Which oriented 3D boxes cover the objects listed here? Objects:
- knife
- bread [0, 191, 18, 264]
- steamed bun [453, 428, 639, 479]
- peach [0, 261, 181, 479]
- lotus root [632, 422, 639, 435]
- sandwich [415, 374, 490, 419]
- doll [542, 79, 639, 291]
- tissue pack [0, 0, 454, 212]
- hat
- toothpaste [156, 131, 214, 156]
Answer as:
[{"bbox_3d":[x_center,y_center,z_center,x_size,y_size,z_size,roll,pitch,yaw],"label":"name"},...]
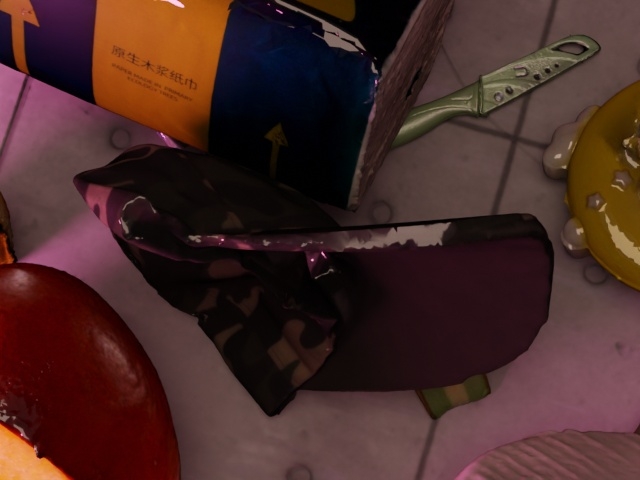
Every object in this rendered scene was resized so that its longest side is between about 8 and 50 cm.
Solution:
[{"bbox_3d":[0.152,-0.141,1.637,0.293,0.020,0.043,-26,77,-4],"label":"knife"},{"bbox_3d":[-0.366,-0.008,1.567,0.128,0.140,0.069,-15,70,-7],"label":"bread"},{"bbox_3d":[0.231,0.338,1.413,0.309,0.309,0.309,0,78,2],"label":"steamed bun"},{"bbox_3d":[-0.271,0.195,1.462,0.281,0.281,0.338,-15,78,-1],"label":"peach"},{"bbox_3d":[0.376,0.173,1.537,0.143,0.070,0.144,16,79,5],"label":"lotus root"},{"bbox_3d":[0.112,0.107,1.558,0.074,0.074,0.116,-26,78,-3],"label":"sandwich"},{"bbox_3d":[0.349,-0.050,1.568,0.252,0.111,0.237,-21,63,-1],"label":"doll"},{"bbox_3d":[-0.096,-0.245,1.530,0.417,0.253,0.264,23,55,9],"label":"tissue pack"},{"bbox_3d":[0.000,0.000,1.454,0.382,0.366,0.257,-20,58,2],"label":"hat"},{"bbox_3d":[-0.096,-0.076,1.620,0.075,0.048,0.301,-43,82,-11],"label":"toothpaste"}]
